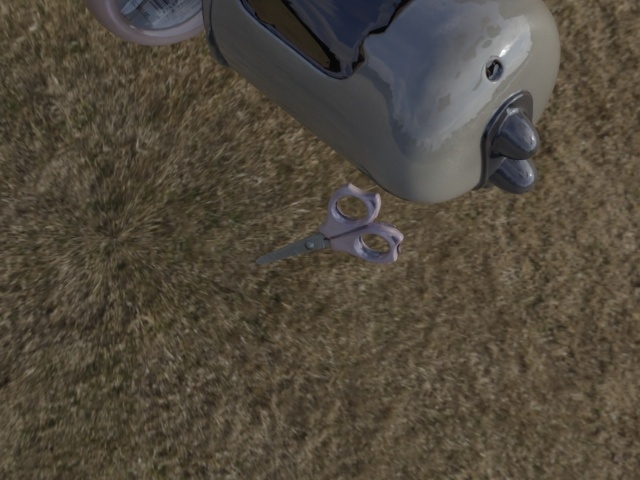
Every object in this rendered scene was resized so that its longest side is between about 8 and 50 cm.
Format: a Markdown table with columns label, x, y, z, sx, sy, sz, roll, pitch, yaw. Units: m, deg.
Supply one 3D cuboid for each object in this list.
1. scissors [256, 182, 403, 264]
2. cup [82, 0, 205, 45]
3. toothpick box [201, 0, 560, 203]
| label | x | y | z | sx | sy | sz | roll | pitch | yaw |
| --- | --- | --- | --- | --- | --- | --- | --- | --- | --- |
| scissors | 0.000 | 0.000 | 0.921 | 0.100 | 0.189 | 0.015 | 56 | 40 | -19 |
| cup | -0.221 | -0.318 | 0.894 | 0.252 | 0.192 | 0.200 | -20 | 57 | -17 |
| toothpick box | 0.068 | -0.160 | 0.751 | 0.229 | 0.229 | 0.316 | -42 | 63 | -10 |
